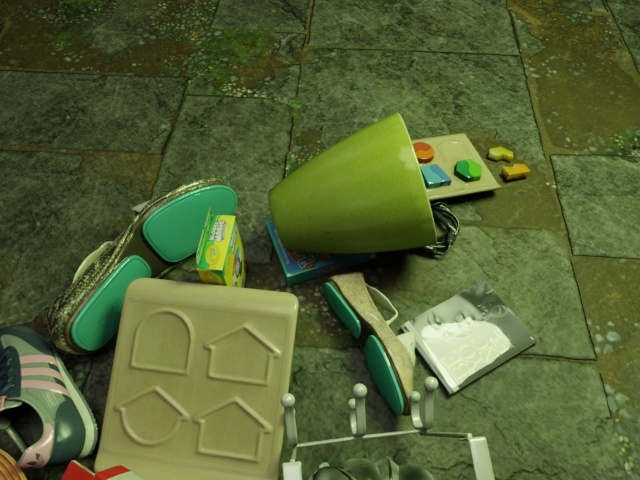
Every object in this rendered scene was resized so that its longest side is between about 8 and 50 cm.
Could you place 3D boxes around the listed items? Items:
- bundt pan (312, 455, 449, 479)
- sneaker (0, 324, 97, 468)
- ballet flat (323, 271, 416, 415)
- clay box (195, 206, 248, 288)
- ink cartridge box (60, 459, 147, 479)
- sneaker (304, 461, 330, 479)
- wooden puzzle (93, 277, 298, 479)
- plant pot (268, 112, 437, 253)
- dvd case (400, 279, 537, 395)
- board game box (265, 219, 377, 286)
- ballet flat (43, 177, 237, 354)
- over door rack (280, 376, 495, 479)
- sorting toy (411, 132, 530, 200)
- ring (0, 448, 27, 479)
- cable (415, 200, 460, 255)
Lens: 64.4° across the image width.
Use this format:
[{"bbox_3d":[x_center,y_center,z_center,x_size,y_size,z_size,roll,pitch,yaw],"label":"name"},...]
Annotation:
[{"bbox_3d":[0.091,0.409,0.662,0.331,0.124,0.331,7,17,-2],"label":"bundt pan"},{"bbox_3d":[-0.527,0.263,0.897,0.319,0.131,0.112,37,100,25],"label":"sneaker"},{"bbox_3d":[0.119,0.180,0.987,0.106,0.107,0.316,-17,57,-22],"label":"ballet flat"},{"bbox_3d":[-0.191,0.048,1.007,0.053,0.222,0.127,4,55,3],"label":"clay box"},{"bbox_3d":[-0.306,0.447,0.787,0.231,0.078,0.134,23,82,15],"label":"ink cartridge box"},{"bbox_3d":[0.012,0.432,0.850,0.069,0.038,0.098,-35,57,-16],"label":"sneaker"},{"bbox_3d":[-0.212,0.252,0.908,0.322,0.080,0.347,5,77,8],"label":"wooden puzzle"},{"bbox_3d":[0.054,-0.083,1.037,0.294,0.274,0.274,-16,55,7],"label":"plant pot"},{"bbox_3d":[0.298,0.189,1.027,0.221,0.018,0.164,-25,58,-16],"label":"dvd case"},{"bbox_3d":[0.000,0.000,1.145,0.210,0.047,0.160,-18,57,-11],"label":"board game box"},{"bbox_3d":[-0.392,0.021,1.084,0.182,0.164,0.482,17,56,36],"label":"ballet flat"},{"bbox_3d":[0.067,0.262,0.713,0.240,0.324,0.108,-6,82,-4],"label":"over door rack"},{"bbox_3d":[0.352,-0.201,1.272,0.307,0.041,0.229,-10,50,-12],"label":"sorting toy"},{"bbox_3d":[-0.587,0.488,0.781,0.337,0.032,0.336,-6,62,11],"label":"ring"},{"bbox_3d":[0.228,-0.045,1.176,0.185,0.047,0.150,19,57,14],"label":"cable"}]
